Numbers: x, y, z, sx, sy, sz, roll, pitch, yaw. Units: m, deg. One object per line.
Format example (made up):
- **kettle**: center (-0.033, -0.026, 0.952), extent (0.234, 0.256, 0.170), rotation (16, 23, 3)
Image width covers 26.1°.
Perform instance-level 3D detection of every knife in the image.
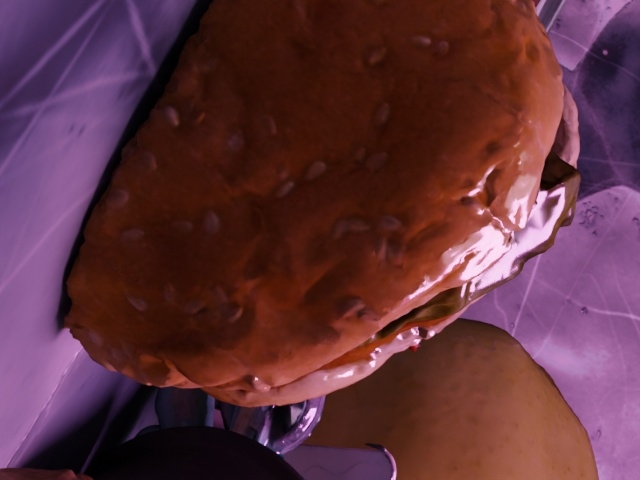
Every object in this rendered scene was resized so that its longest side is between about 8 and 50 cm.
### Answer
- **knife**: center (-0.038, 0.184, 1.086), extent (0.336, 0.043, 0.081), rotation (-3, -93, 62)

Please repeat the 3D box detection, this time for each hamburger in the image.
- **hamburger**: center (0.030, -0.044, 0.720), extent (0.330, 0.209, 0.162), rotation (-62, 173, 0)

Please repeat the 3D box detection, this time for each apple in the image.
- **apple**: center (0.069, 0.298, 1.407), extent (0.473, 0.474, 0.473), rotation (-59, 172, -13)

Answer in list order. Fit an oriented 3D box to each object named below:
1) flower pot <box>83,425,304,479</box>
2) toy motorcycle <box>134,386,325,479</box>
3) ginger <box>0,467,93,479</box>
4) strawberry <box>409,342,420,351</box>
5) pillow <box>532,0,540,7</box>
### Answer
- **flower pot**: center (-0.119, 0.227, 0.846), extent (0.235, 0.235, 0.148), rotation (-61, 152, 4)
- **toy motorcycle**: center (-0.093, 0.208, 0.984), extent (0.109, 0.198, 0.296), rotation (38, 66, -54)
- **ginger**: center (-0.188, 0.284, 0.646), extent (0.256, 0.176, 0.375), rotation (35, 74, -63)
- **strawberry**: center (-0.003, -0.003, 0.978), extent (0.107, 0.175, 0.236), rotation (-26, 122, -18)
- **pillow**: center (0.117, -0.195, 1.071), extent (0.308, 0.108, 0.305), rotation (-56, 173, -31)
